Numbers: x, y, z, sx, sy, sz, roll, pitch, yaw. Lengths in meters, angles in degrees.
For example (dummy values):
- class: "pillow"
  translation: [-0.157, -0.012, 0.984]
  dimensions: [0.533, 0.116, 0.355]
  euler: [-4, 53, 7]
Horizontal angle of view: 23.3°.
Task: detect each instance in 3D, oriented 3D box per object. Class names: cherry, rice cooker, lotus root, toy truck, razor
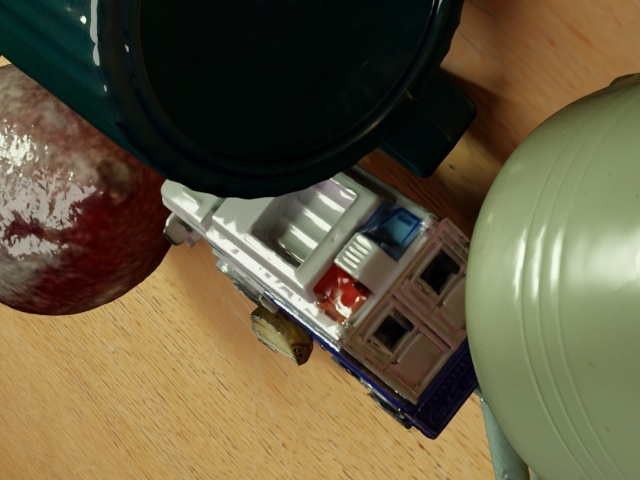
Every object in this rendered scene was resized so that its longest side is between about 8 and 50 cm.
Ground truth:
- class: "cherry"
  translation: [-0.230, -0.046, 1.363]
  dimensions: [0.300, 0.203, 0.230]
  euler: [-1, 110, 53]
- class: "rice cooker"
  translation: [0.199, 0.023, 0.655]
  dimensions: [0.226, 0.226, 0.244]
  euler: [63, 156, -7]
- class: "lotus root"
  translation: [-0.032, 0.075, 1.328]
  dimensions: [0.083, 0.030, 0.037]
  euler: [27, 143, 55]
- class: "toy truck"
  translation: [0.000, 0.000, 1.014]
  dimensions: [0.268, 0.124, 0.155]
  euler: [35, 175, 45]
- class: "razor"
  translation: [0.130, 0.147, 1.087]
  dimensions: [0.106, 0.068, 0.232]
  euler: [35, 150, 43]

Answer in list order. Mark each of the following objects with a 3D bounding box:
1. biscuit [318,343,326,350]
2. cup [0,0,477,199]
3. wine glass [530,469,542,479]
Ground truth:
- class: "biscuit"
  translation: [-0.005, 0.003, 1.221]
  dimensions: [0.144, 0.016, 0.203]
  euler: [54, 155, 11]
- class: "cup"
  translation: [-0.078, -0.155, 0.889]
  dimensions: [0.292, 0.242, 0.308]
  euler: [37, 151, 48]
- class: "wine glass"
  translation: [0.165, 0.180, 1.046]
  dimensions: [0.066, 0.066, 0.198]
  euler: [41, 149, 33]
